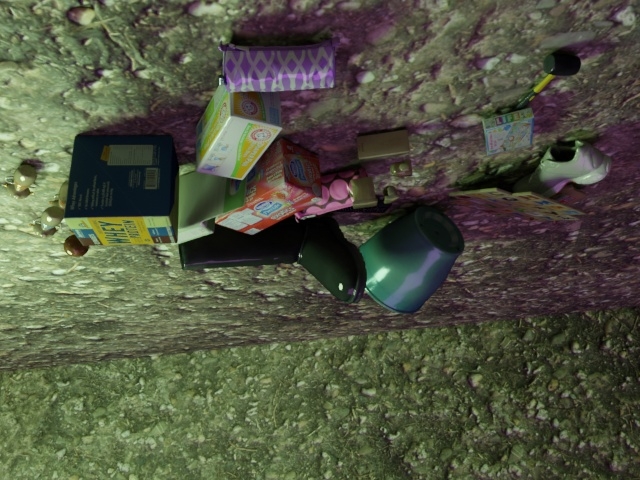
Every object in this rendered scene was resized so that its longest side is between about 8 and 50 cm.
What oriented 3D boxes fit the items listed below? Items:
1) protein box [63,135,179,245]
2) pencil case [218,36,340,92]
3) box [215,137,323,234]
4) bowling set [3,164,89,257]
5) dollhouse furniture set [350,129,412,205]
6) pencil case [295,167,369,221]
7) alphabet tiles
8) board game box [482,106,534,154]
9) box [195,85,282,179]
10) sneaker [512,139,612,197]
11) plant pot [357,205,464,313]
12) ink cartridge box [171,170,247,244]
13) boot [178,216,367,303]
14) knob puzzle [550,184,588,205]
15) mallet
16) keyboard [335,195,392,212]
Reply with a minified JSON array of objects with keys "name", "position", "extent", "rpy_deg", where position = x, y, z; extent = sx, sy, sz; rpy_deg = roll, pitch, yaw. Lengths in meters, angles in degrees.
[{"name":"protein box","position":[-0.415,-0.106,1.145],"extent":[0.201,0.199,0.136],"rpy_deg":[-2,156,-8]},{"name":"pencil case","position":[-0.072,-0.304,0.917],"extent":[0.206,0.086,0.088],"rpy_deg":[-4,133,-6]},{"name":"box","position":[-0.130,-0.121,1.272],"extent":[0.257,0.122,0.128],"rpy_deg":[-24,151,37]},{"name":"bowling set","position":[-0.608,-0.043,1.270],"extent":[0.287,0.199,0.154],"rpy_deg":[17,150,-34]},{"name":"dollhouse furniture set","position":[0.138,-0.162,1.248],"extent":[0.144,0.151,0.123],"rpy_deg":[-8,178,5]},{"name":"pencil case","position":[0.024,-0.115,1.354],"extent":[0.210,0.098,0.095],"rpy_deg":[-14,155,18]},{"name":"alphabet tiles","position":[0.538,-0.094,1.473],"extent":[0.343,0.011,0.285],"rpy_deg":[13,174,-29]},{"name":"board game box","position":[0.425,-0.244,1.205],"extent":[0.104,0.026,0.154],"rpy_deg":[-13,164,16]},{"name":"box","position":[-0.165,-0.221,1.044],"extent":[0.103,0.114,0.203],"rpy_deg":[8,152,-29]},{"name":"sneaker","position":[0.587,-0.186,1.355],"extent":[0.121,0.099,0.262],"rpy_deg":[36,149,-20]},{"name":"plant pot","position":[0.281,0.039,1.602],"extent":[0.272,0.271,0.255],"rpy_deg":[10,137,-32]},{"name":"ink cartridge box","position":[-0.255,-0.098,1.235],"extent":[0.235,0.171,0.056],"rpy_deg":[-15,144,21]},{"name":"boot","position":[-0.141,0.037,1.400],"extent":[0.446,0.367,0.146],"rpy_deg":[5,114,-21]},{"name":"knob puzzle","position":[0.648,-0.125,1.559],"extent":[0.213,0.029,0.213],"rpy_deg":[-5,158,-2]},{"name":"mallet","position":[0.434,-0.309,1.077],"extent":[0.063,0.039,0.190],"rpy_deg":[2,160,-21]},{"name":"keyboard","position":[0.107,-0.091,1.508],"extent":[0.192,0.038,0.100],"rpy_deg":[0,156,-14]}]
